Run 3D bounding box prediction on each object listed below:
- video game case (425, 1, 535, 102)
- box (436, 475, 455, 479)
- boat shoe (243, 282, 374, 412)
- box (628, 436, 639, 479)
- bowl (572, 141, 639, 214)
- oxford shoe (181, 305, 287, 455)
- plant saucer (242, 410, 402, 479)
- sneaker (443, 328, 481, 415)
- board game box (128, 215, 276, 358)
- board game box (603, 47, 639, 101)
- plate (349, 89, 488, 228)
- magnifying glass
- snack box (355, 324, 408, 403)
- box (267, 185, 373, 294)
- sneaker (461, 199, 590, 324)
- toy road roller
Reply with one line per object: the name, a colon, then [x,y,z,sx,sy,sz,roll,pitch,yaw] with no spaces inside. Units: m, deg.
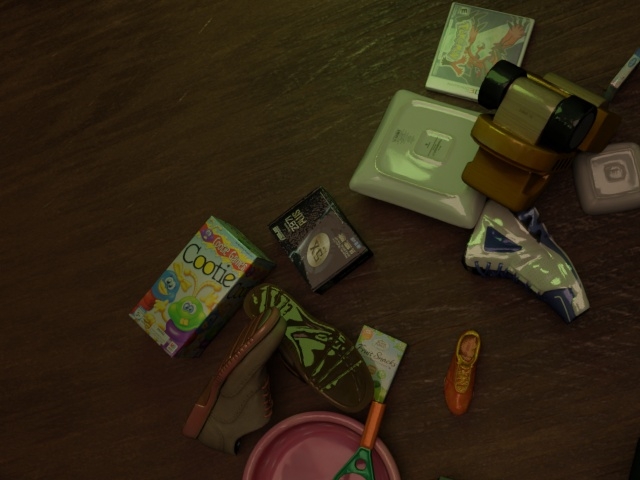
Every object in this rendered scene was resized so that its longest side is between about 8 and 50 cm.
video game case: [0.342,-0.399,1.656,0.183,0.023,0.201,17,86,15]
box: [0.302,0.613,1.458,0.231,0.127,0.262,14,86,13]
boat shoe: [-0.023,0.232,1.599,0.342,0.123,0.123,39,70,21]
box: [0.729,0.633,1.268,0.472,0.297,0.480,15,85,17]
bowl: [0.585,-0.129,1.541,0.142,0.053,0.142,-10,78,11]
oxford shoe: [-0.143,0.290,1.561,0.146,0.140,0.397,32,126,-2]
plant saucer: [0.007,0.514,1.564,0.332,0.084,0.332,-2,80,13]
sneaker: [0.282,0.263,1.546,0.064,0.067,0.175,8,85,13]
board game box: [-0.251,0.104,1.658,0.144,0.142,0.275,41,92,16]
board game box: [0.610,-0.331,1.546,0.020,0.090,0.090,38,91,14]
plate: [0.233,-0.185,1.591,0.278,0.045,0.277,20,68,18]
magnifying glass: [0.082,0.429,1.506,0.092,0.026,0.231,16,87,16]
snack box: [0.110,0.261,1.602,0.100,0.037,0.141,23,87,15]
box: [0.000,0.000,1.648,0.147,0.077,0.180,-37,75,6]
sneaker: [0.388,0.046,1.535,0.182,0.127,0.315,-32,69,11]
toy road roller: [0.406,-0.193,1.479,0.202,0.329,0.240,36,116,25]
